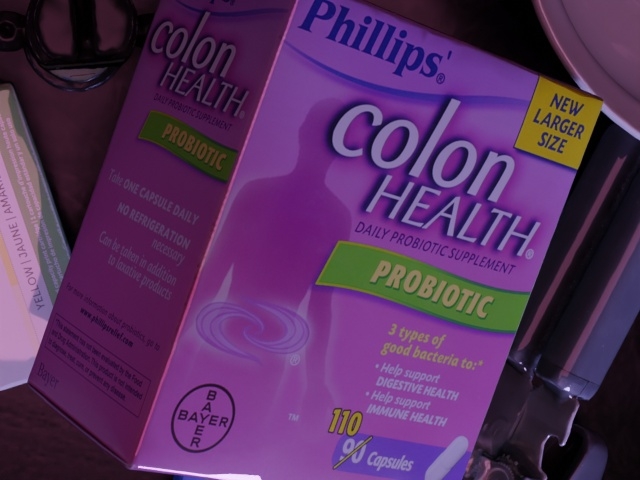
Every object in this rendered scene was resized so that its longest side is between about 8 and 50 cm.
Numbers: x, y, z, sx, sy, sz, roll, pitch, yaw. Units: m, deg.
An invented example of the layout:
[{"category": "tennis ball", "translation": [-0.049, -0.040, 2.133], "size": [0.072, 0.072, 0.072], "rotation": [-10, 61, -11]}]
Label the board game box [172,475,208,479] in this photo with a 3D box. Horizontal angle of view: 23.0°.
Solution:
[{"category": "board game box", "translation": [0.002, 0.086, 0.956], "size": [0.160, 0.047, 0.210], "rotation": [10, 97, -9]}]

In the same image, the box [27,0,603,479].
[{"category": "box", "translation": [0.000, 0.000, 0.816], "size": [0.213, 0.117, 0.243], "rotation": [16, 96, -39]}]

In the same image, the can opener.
[{"category": "can opener", "translation": [0.160, 0.070, 0.976], "size": [0.095, 0.076, 0.283], "rotation": [24, 95, -43]}]

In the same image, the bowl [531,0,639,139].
[{"category": "bowl", "translation": [0.242, -0.188, 0.904], "size": [0.298, 0.134, 0.298], "rotation": [-1, 99, -7]}]

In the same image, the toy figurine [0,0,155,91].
[{"category": "toy figurine", "translation": [-0.140, -0.206, 0.851], "size": [0.213, 0.148, 0.209], "rotation": [38, 86, -9]}]

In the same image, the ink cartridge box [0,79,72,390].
[{"category": "ink cartridge box", "translation": [-0.264, 0.021, 0.908], "size": [0.235, 0.056, 0.171], "rotation": [-18, 101, -7]}]
